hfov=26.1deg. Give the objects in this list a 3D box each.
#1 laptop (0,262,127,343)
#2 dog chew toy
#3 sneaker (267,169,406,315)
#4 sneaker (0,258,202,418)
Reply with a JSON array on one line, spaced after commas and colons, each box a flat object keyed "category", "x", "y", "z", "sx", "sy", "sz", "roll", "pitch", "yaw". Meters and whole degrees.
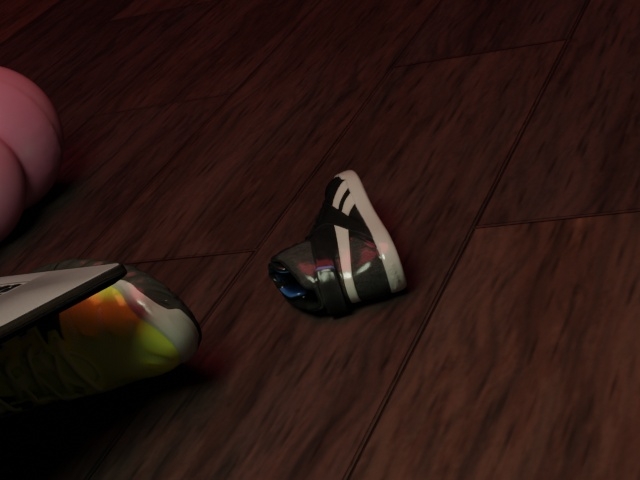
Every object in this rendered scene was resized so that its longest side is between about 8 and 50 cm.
[{"category": "laptop", "x": -0.453, "y": 0.008, "z": 1.112, "sx": 0.408, "sy": 0.236, "sz": 0.382, "roll": -7, "pitch": 17, "yaw": 41}, {"category": "dog chew toy", "x": -0.452, "y": -0.078, "z": 1.734, "sx": 0.206, "sy": 0.207, "sz": 0.332, "roll": -9, "pitch": 34, "yaw": 20}, {"category": "sneaker", "x": 0.000, "y": 0.000, "z": 1.377, "sx": 0.121, "sy": 0.079, "sz": 0.217, "roll": -19, "pitch": 26, "yaw": -4}, {"category": "sneaker", "x": -0.277, "y": 0.116, "z": 1.302, "sx": 0.384, "sy": 0.145, "sz": 0.147, "roll": -9, "pitch": 43, "yaw": 32}]
